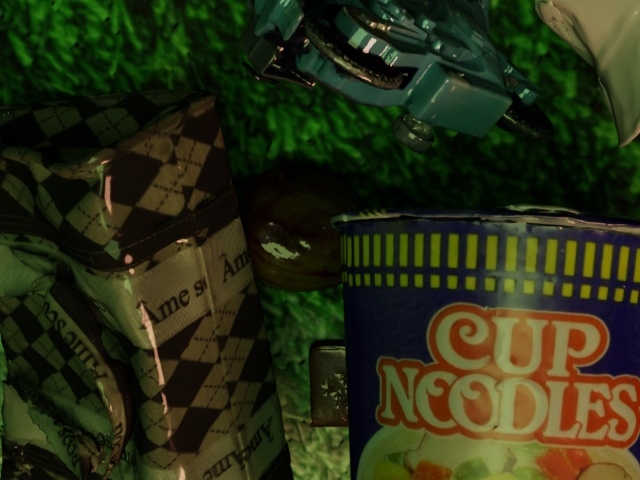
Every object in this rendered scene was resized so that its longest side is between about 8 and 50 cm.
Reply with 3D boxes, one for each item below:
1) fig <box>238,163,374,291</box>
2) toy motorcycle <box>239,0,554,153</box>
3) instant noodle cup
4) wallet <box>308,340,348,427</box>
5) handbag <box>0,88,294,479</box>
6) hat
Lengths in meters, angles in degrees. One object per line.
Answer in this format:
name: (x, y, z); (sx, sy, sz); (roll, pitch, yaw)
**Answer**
fig: (0.000, 0.000, 0.845); (0.154, 0.103, 0.109); (27, 92, -16)
toy motorcycle: (0.055, -0.149, 0.713); (0.272, 0.182, 0.124); (8, 128, -46)
instant noodle cup: (0.131, 0.145, 0.724); (0.284, 0.284, 0.313); (4, 85, 7)
wallet: (0.076, 0.137, 0.932); (0.176, 0.026, 0.095); (1, 111, 8)
handbag: (-0.196, 0.081, 0.847); (0.316, 0.180, 0.416); (9, 119, 35)
hat: (0.235, -0.178, 0.706); (0.126, 0.203, 0.203); (43, 113, 9)
